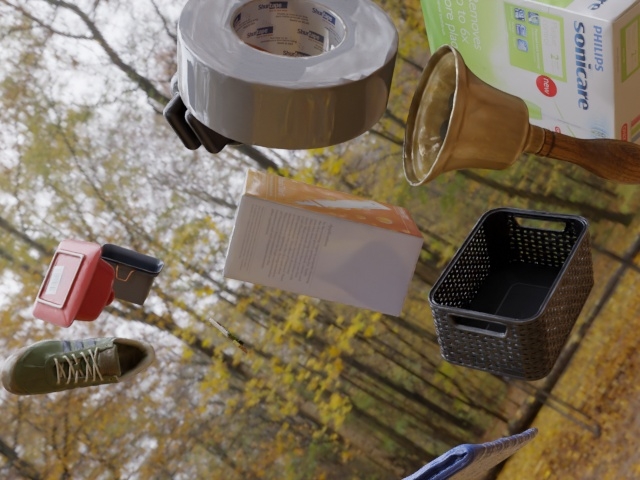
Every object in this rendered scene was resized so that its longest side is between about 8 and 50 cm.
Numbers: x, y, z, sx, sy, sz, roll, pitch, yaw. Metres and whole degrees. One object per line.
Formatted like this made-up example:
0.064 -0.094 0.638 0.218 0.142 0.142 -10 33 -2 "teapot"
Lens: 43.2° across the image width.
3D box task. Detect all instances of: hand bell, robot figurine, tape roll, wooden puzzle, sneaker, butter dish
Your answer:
0.209 -0.086 0.729 0.126 0.242 0.126 -169 90 -79 "hand bell"
-0.154 -0.284 1.428 0.278 0.209 0.173 -55 -5 -24 "robot figurine"
-0.034 -0.186 0.813 0.219 0.219 0.072 -47 -25 -41 "tape roll"
-0.175 0.181 1.551 0.014 0.116 0.078 -49 -37 -9 "wooden puzzle"
-0.286 0.148 0.991 0.192 0.086 0.064 1 -99 -58 "sneaker"
-0.435 0.089 1.495 0.118 0.160 0.160 30 -105 -44 "butter dish"

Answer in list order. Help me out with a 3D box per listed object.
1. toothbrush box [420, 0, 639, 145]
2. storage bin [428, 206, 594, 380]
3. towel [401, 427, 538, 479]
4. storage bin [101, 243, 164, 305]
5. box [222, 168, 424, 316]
0.270 -0.238 0.981 0.122 0.283 0.206 -41 -43 -20 "toothbrush box"
0.208 0.052 0.864 0.180 0.122 0.084 -49 -45 -38 "storage bin"
0.187 0.357 1.223 0.243 0.040 0.336 -39 -24 19 "towel"
-0.410 0.078 1.702 0.098 0.135 0.091 -89 17 -72 "storage bin"
0.000 0.000 1.575 0.215 0.345 0.168 -101 25 -72 "box"
